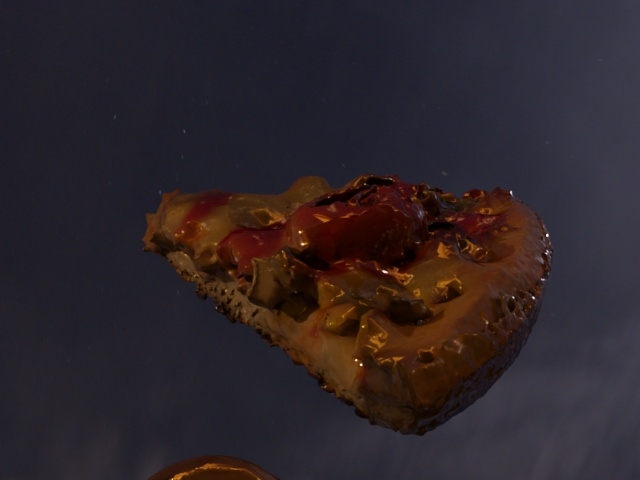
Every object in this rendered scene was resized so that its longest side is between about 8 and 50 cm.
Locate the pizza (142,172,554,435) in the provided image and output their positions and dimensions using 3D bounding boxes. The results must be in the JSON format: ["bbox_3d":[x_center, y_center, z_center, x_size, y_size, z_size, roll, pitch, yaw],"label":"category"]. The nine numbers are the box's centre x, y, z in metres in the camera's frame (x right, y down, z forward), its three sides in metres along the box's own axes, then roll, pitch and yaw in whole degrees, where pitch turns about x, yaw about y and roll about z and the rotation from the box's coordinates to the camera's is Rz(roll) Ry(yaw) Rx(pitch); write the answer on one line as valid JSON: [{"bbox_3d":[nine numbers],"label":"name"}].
[{"bbox_3d":[0.000,0.000,0.712,0.406,0.440,0.130,10,-70,17],"label":"pizza"}]

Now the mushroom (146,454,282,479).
[{"bbox_3d":[-0.071,0.193,0.455,0.088,0.097,0.212,-19,-26,-36],"label":"mushroom"}]
